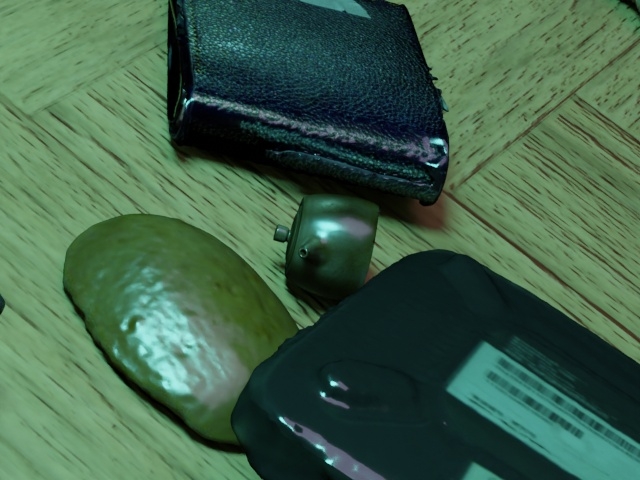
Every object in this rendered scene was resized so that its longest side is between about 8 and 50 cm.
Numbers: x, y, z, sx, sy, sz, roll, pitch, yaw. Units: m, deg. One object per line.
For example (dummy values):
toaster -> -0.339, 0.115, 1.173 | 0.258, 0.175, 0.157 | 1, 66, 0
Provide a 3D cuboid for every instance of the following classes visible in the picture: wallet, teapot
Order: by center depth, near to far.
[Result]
teapot -> 0.000, 0.000, 1.362 | 0.068, 0.076, 0.121 | 14, 12, -6
wallet -> -0.018, -0.136, 1.519 | 0.221, 0.071, 0.262 | 11, 37, -15

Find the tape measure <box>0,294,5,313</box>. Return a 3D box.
tape measure -> -0.321, 0.056, 1.038 | 0.245, 0.149, 0.231 | 33, 34, -7

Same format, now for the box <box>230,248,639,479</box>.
box -> 0.144, 0.153, 1.206 | 0.359, 0.091, 0.350 | 34, 24, 9

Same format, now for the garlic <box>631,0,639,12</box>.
garlic -> 0.366, -0.266, 1.872 | 0.159, 0.102, 0.147 | 33, 36, 5

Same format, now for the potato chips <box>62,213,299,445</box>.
potato chips -> -0.079, 0.052, 1.268 | 0.150, 0.049, 0.201 | -17, 62, -37
